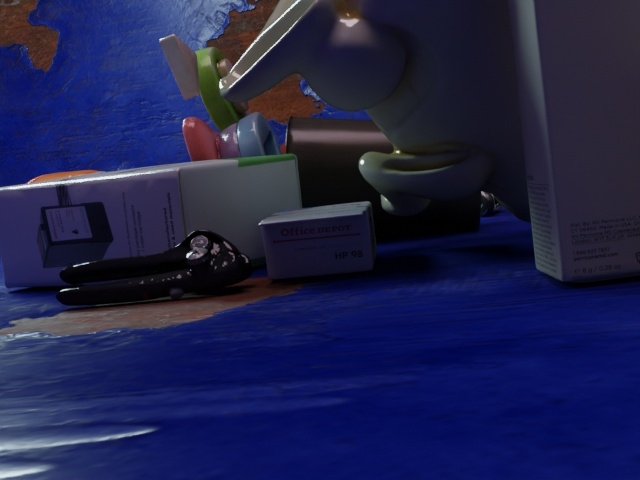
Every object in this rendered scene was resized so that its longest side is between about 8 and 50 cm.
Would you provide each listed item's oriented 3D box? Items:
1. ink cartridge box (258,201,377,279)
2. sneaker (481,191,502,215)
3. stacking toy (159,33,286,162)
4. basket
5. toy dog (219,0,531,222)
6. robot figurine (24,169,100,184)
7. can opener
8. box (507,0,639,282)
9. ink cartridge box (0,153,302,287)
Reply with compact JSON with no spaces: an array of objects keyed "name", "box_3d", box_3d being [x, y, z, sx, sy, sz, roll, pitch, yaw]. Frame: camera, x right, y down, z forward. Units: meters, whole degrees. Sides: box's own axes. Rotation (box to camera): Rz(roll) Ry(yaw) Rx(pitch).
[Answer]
[{"name":"ink cartridge box","box_3d":[0.000,0.000,1.096,0.104,0.060,0.180,-6,5,5]},{"name":"sneaker","box_3d":[0.233,-0.057,1.519,0.044,0.040,0.109,-4,6,3]},{"name":"stacking toy","box_3d":[-0.086,-0.160,1.518,0.130,0.279,0.309,-19,-3,10]},{"name":"basket","box_3d":[0.080,-0.076,1.356,0.227,0.154,0.204,-1,-15,4]},{"name":"toy dog","box_3d":[0.180,-0.177,1.098,0.395,0.408,0.284,-35,26,39]},{"name":"robot figurine","box_3d":[-0.343,-0.031,1.499,0.128,0.158,0.219,32,-20,-35]},{"name":"can opener","box_3d":[-0.158,0.035,1.032,0.186,0.073,0.059,-10,44,3]},{"name":"box","box_3d":[0.208,-0.110,0.859,0.094,0.275,0.113,-6,5,0]},{"name":"ink cartridge box","box_3d":[-0.194,-0.023,1.249,0.289,0.121,0.211,-3,7,35]}]
